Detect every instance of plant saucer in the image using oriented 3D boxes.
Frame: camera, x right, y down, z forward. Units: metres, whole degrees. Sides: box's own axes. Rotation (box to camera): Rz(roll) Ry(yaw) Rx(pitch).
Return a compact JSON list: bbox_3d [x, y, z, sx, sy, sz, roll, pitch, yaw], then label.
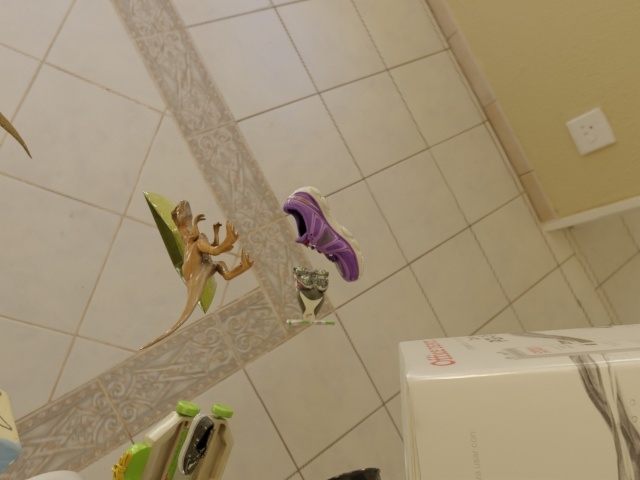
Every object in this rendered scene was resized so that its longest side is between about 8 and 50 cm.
[{"bbox_3d":[-0.252,0.012,0.917,0.045,0.188,0.188,-26,128,-21],"label":"plant saucer"}]

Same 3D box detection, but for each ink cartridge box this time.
[{"bbox_3d":[0.204,0.133,0.379,0.283,0.207,0.117,-6,84,7],"label":"ink cartridge box"}]

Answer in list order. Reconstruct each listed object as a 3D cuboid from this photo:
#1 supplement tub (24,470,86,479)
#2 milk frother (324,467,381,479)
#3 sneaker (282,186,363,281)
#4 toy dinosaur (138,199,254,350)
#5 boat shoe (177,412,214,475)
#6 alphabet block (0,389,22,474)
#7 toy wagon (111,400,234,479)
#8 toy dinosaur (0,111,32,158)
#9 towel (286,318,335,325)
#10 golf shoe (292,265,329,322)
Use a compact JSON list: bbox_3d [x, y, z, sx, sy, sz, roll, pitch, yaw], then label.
[{"bbox_3d":[-0.326,0.488,0.600,0.241,0.241,0.331,-36,67,-27],"label":"supplement tub"},{"bbox_3d":[0.016,0.362,0.589,0.129,0.143,0.134,10,47,-32],"label":"milk frother"},{"bbox_3d":[0.000,0.000,0.772,0.071,0.068,0.169,-39,94,-28],"label":"sneaker"},{"bbox_3d":[-0.145,0.036,0.602,0.113,0.064,0.211,-21,47,10],"label":"toy dinosaur"},{"bbox_3d":[-0.257,0.429,1.030,0.049,0.040,0.142,3,107,-59],"label":"boat shoe"},{"bbox_3d":[-0.699,0.361,0.897,0.193,0.197,0.192,-44,130,-15],"label":"alphabet block"},{"bbox_3d":[-0.343,0.511,1.159,0.344,0.068,0.267,32,73,-51],"label":"toy wagon"},{"bbox_3d":[-0.414,-0.168,0.597,0.053,0.092,0.183,-36,123,5],"label":"toy dinosaur"},{"bbox_3d":[-0.033,0.267,1.598,0.152,0.113,0.023,2,83,-3],"label":"towel"},{"bbox_3d":[-0.034,0.140,1.400,0.105,0.273,0.120,8,97,0],"label":"golf shoe"}]
